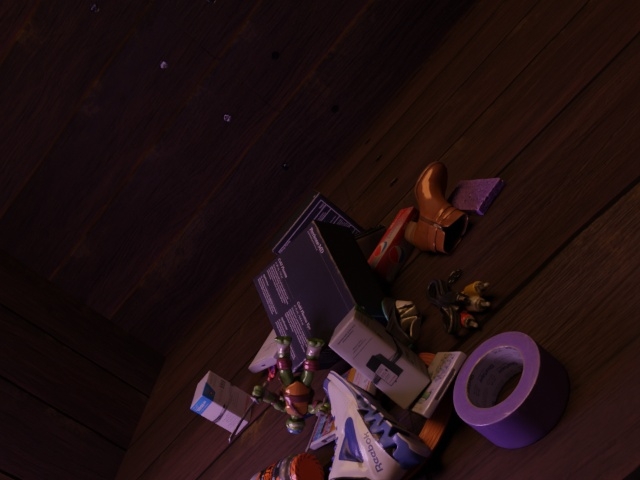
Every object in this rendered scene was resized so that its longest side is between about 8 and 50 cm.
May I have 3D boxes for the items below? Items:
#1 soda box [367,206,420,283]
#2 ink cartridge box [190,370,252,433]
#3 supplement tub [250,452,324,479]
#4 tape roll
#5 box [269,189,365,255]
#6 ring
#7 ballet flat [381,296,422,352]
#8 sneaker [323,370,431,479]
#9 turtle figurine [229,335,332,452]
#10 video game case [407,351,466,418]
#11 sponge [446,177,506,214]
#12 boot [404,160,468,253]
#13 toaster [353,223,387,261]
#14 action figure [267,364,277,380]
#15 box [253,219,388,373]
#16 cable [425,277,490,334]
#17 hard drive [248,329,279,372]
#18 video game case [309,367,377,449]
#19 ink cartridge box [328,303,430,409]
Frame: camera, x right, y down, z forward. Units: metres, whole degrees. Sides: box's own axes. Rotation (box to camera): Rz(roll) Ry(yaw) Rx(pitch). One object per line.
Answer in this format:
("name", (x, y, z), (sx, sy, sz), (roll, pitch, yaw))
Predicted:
("soda box", (0.251, 0.016, 1.751), (0.263, 0.083, 0.092), (-56, 15, -16))
("ink cartridge box", (-0.361, 0.600, 1.955), (0.086, 0.203, 0.148), (-49, 15, 17))
("supplement tub", (-0.084, 0.600, 1.300), (0.190, 0.117, 0.117), (-42, 18, 32))
("tape roll", (0.333, 0.262, 0.938), (0.189, 0.080, 0.189), (-46, 16, 17))
("box", (0.000, 0.000, 2.123), (0.296, 0.294, 0.183), (-50, 15, 2))
("ring", (0.175, 0.401, 1.176), (0.336, 0.032, 0.336), (-46, 17, 18))
("ballet flat", (0.216, 0.218, 1.370), (0.096, 0.095, 0.280), (-31, 18, 17))
("sneaker", (0.068, 0.413, 1.093), (0.182, 0.127, 0.315), (-54, 29, -4))
("turtle figurine", (-0.070, 0.397, 1.394), (0.198, 0.274, 0.266), (1, 87, 36))
("video game case", (0.232, 0.291, 1.080), (0.143, 0.019, 0.157), (-55, -4, -13))
("sponge", (0.456, -0.131, 1.596), (0.117, 0.031, 0.210), (-54, 16, -7))
("boot", (0.360, -0.099, 1.583), (0.283, 0.109, 0.220), (-66, 22, 0))
("toaster", (0.141, 0.028, 1.902), (0.185, 0.110, 0.168), (-23, 1, -26))
("action figure", (-0.181, 0.490, 2.023), (0.038, 0.030, 0.115), (-37, 23, 35))
("box", (0.004, 0.172, 1.607), (0.312, 0.179, 0.343), (-43, 58, 29))
("cable", (0.326, 0.162, 1.302), (0.287, 0.072, 0.139), (153, 136, -83))
("hard drive", (-0.157, 0.381, 2.122), (0.203, 0.040, 0.307), (-35, 16, 47))
("video game case", (0.068, 0.415, 1.374), (0.285, 0.025, 0.204), (-49, 12, 48))
("ink cartridge box", (0.128, 0.247, 1.146), (0.087, 0.208, 0.153), (-50, -2, 7))
